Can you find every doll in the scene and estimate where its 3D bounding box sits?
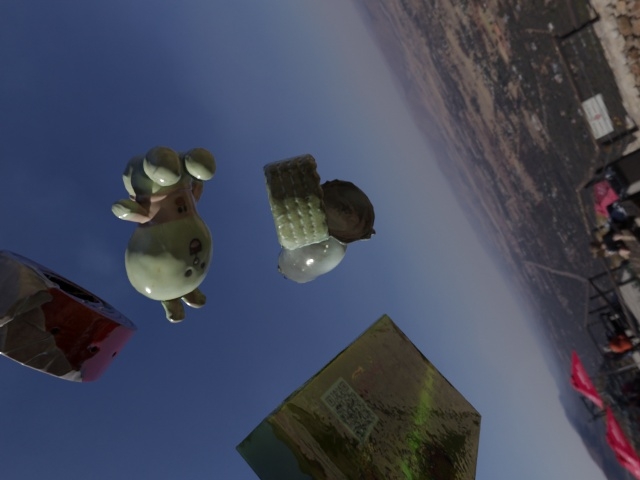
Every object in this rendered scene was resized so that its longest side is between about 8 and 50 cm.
[{"bbox_3d":[-0.216,-0.016,0.632,0.155,0.113,0.275,-39,-36,-52],"label":"doll"}]

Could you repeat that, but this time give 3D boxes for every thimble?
[{"bbox_3d":[-0.027,-0.042,0.514,0.084,0.062,0.110,-106,4,-63],"label":"thimble"}]

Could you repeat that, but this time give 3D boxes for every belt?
[{"bbox_3d":[-0.434,0.122,0.709,0.227,0.115,0.324,30,162,6],"label":"belt"}]

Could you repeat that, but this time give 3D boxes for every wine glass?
[{"bbox_3d":[0.000,0.000,0.692,0.103,0.103,0.222,67,154,15],"label":"wine glass"}]

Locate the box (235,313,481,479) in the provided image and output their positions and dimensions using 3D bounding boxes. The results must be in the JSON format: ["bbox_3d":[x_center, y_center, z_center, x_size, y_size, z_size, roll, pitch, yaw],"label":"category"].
[{"bbox_3d":[0.068,0.176,0.414,0.173,0.043,0.311,46,-161,13],"label":"box"}]
